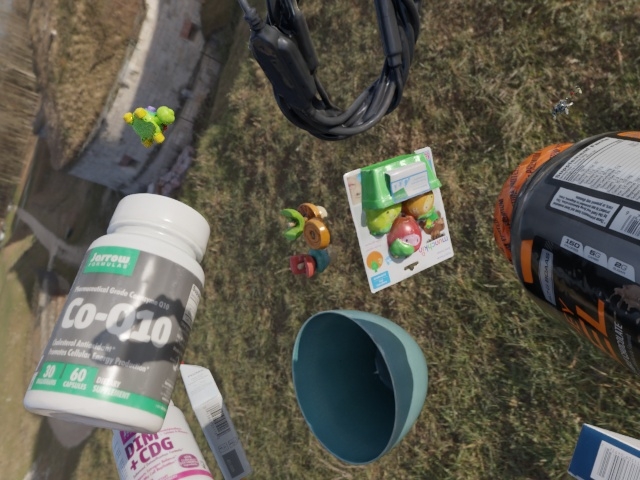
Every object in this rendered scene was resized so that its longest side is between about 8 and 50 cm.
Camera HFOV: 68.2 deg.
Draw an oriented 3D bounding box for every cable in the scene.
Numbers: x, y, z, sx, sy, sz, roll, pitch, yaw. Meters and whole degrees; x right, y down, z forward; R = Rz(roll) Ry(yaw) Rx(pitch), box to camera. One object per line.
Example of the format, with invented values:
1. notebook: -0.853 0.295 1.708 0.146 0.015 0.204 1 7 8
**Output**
1. cable: 0.020 -0.155 0.340 0.047 0.184 0.151 30 82 33

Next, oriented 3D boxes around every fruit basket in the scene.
1. fruit basket: 0.244 -0.065 1.373 0.165 0.326 0.353 -2 106 64

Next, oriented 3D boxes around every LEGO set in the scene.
1. LEGO set: 0.549 -0.312 1.067 0.054 0.023 0.083 -91 21 -60

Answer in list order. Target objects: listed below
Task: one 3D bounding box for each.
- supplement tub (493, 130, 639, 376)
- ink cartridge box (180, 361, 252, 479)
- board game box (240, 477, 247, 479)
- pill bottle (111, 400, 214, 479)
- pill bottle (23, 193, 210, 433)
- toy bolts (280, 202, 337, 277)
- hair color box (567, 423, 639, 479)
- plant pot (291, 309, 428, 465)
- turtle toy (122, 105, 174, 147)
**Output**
1. supplement tub: 0.314 0.019 0.409 0.207 0.207 0.338 -62 20 11
2. ink cartridge box: -0.351 0.527 1.518 0.385 0.091 0.308 35 144 61
3. board game box: -0.168 0.672 0.690 0.356 0.356 0.357 26 107 35
4. pill bottle: -0.342 0.452 0.996 0.283 0.160 0.160 41 107 44
5. pill bottle: -0.314 0.117 0.792 0.204 0.204 0.361 -23 48 44
6. toy bolts: 0.000 0.000 1.515 0.218 0.158 0.229 14 116 48
7. hair color box: 0.661 0.466 0.916 0.173 0.347 0.105 15 83 60
8. plant pot: 0.105 0.273 0.969 0.290 0.195 0.291 7 99 48
9. turtle toy: -0.410 -0.289 1.156 0.130 0.095 0.066 -6 39 36
